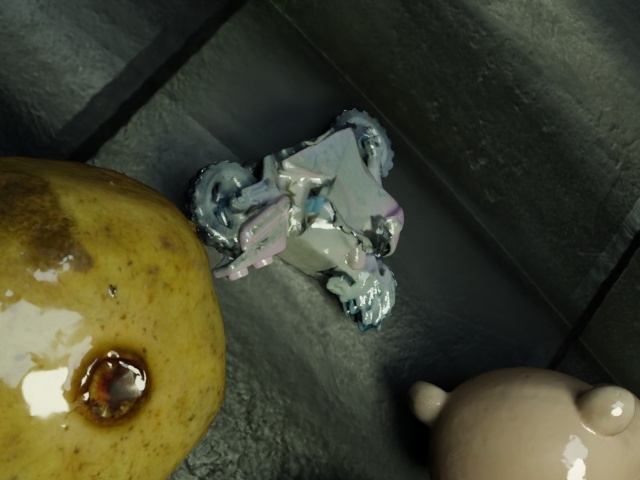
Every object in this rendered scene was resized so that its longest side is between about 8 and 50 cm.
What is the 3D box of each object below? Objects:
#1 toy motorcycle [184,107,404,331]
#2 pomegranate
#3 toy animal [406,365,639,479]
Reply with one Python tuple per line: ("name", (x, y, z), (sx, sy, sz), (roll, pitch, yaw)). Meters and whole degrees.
("toy motorcycle", (0.004, -0.001, 0.889), (0.239, 0.108, 0.204), (-24, 96, -25))
("pomegranate", (-0.207, 0.073, 0.702), (0.281, 0.281, 0.281), (3, 84, -25))
("toy animal", (0.197, 0.233, 0.913), (0.229, 0.210, 0.221), (29, 64, -58))
